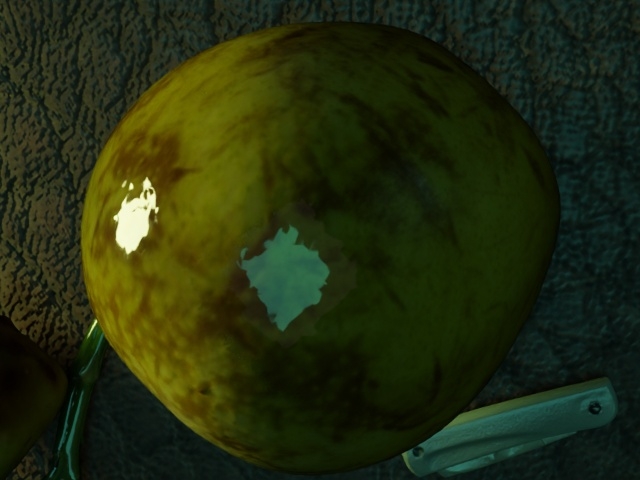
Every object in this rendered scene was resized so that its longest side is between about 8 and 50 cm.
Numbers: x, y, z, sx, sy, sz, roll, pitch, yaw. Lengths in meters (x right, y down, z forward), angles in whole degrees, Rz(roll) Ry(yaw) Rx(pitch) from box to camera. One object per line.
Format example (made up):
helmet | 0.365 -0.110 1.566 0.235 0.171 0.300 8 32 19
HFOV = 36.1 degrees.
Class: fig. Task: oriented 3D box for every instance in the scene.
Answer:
fig | -0.258 0.119 0.688 0.154 0.144 0.165 5 120 -12

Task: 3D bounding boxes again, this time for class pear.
pear | 0.000 0.000 0.585 0.281 0.281 0.280 1 99 4

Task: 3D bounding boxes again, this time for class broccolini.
broccolini | -0.185 0.149 0.742 0.054 0.051 0.239 16 94 -23

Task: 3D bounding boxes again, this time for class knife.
knife | 0.139 0.140 0.723 0.162 0.023 0.044 -17 96 7
